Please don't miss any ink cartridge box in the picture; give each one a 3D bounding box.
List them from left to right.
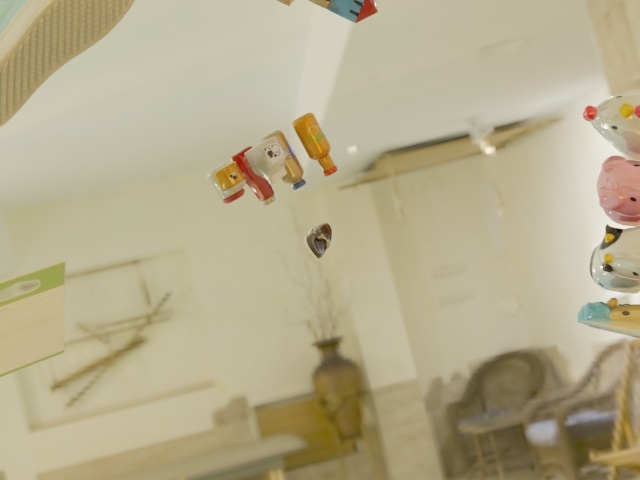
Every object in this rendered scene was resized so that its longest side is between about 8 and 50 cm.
[{"bbox_3d":[-0.501,0.123,2.076,0.171,0.056,0.235,-20,-39,-29],"label":"ink cartridge box"}]

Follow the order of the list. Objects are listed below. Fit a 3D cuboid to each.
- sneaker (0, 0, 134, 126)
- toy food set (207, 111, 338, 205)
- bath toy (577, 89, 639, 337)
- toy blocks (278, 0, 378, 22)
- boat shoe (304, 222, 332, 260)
[{"bbox_3d":[-0.413,-0.313,1.778,0.366,0.150,0.135,-40,-25,2],"label":"sneaker"},{"bbox_3d":[-0.080,-0.103,2.001,0.111,0.104,0.232,-21,13,42],"label":"toy food set"},{"bbox_3d":[0.410,-0.048,1.725,0.129,0.348,0.151,13,-18,-18],"label":"bath toy"},{"bbox_3d":[0.005,-0.481,1.841,0.190,0.261,0.381,-62,-3,-56],"label":"toy blocks"},{"bbox_3d":[0.000,0.000,2.329,0.038,0.046,0.125,-32,10,13],"label":"boat shoe"}]
